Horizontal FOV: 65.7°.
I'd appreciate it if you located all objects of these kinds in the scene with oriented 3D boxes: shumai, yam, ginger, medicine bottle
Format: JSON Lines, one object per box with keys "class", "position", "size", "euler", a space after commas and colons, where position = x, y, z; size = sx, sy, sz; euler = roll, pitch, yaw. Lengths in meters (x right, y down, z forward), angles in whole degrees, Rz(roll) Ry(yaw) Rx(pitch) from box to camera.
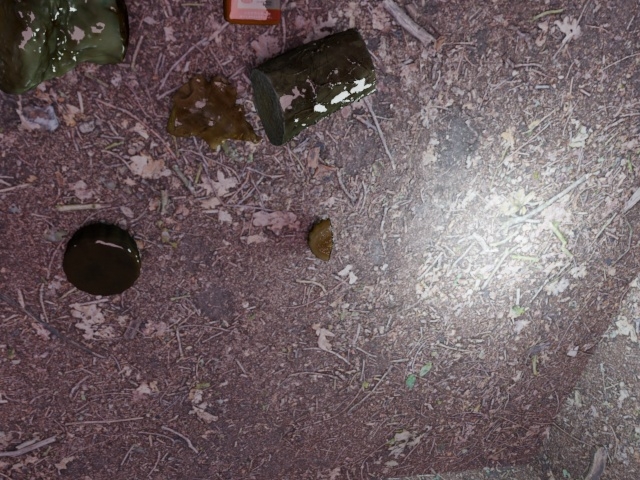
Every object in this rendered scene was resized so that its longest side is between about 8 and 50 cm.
{"class": "shumai", "position": [-0.623, -0.526, 1.144], "size": [0.323, 0.397, 0.324], "euler": [-17, 149, -43]}
{"class": "yam", "position": [-0.020, -0.435, 1.393], "size": [0.348, 0.241, 0.241], "euler": [-29, 123, -6]}
{"class": "ginger", "position": [-0.293, -0.357, 1.422], "size": [0.270, 0.123, 0.218], "euler": [10, 119, -32]}
{"class": "medicine bottle", "position": [-0.177, -0.679, 1.275], "size": [0.149, 0.112, 0.222], "euler": [-5, 120, -15]}

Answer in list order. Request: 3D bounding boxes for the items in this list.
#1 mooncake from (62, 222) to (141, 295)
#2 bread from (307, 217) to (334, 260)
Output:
{"class": "mooncake", "position": [-0.674, 0.057, 1.538], "size": [0.228, 0.124, 0.228], "euler": [-9, 126, -12]}
{"class": "bread", "position": [0.000, 0.000, 1.731], "size": [0.094, 0.083, 0.157], "euler": [-15, 120, -6]}
